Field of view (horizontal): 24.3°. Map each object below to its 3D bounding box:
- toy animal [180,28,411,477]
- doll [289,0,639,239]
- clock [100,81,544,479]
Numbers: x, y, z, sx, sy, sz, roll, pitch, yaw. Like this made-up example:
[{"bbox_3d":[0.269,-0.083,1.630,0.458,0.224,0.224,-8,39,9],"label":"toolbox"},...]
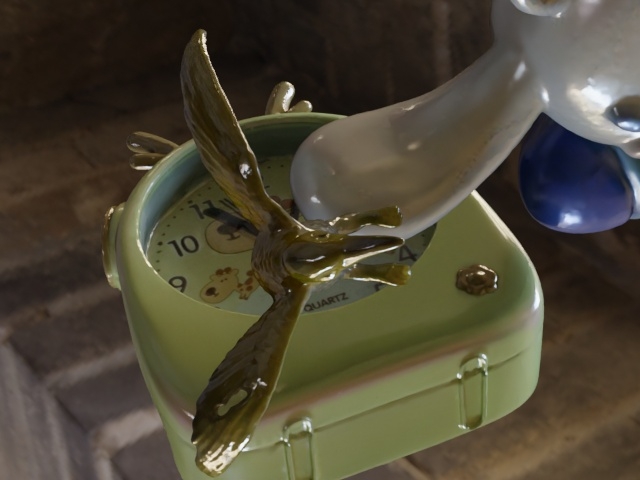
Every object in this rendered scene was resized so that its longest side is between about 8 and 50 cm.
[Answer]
[{"bbox_3d":[0.000,0.000,0.705,0.095,0.155,0.219,-7,89,-49],"label":"toy animal"},{"bbox_3d":[0.214,-0.109,0.815,0.366,0.376,0.187,9,64,-52],"label":"doll"},{"bbox_3d":[-0.018,0.010,0.938,0.235,0.308,0.096,-18,134,-13],"label":"clock"}]
